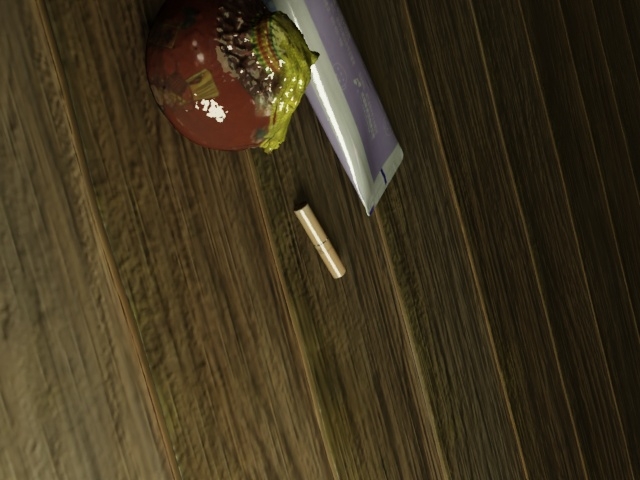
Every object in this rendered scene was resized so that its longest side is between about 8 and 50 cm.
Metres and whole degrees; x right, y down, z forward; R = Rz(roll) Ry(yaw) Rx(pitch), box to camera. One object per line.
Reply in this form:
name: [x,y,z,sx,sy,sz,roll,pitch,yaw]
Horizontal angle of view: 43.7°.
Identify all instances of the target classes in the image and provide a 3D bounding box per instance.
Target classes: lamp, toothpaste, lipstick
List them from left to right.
lamp: [-0.079,-0.163,0.733,0.157,0.135,0.156,-1,81,-48]
lipstick: [0.000,0.000,0.882,0.094,0.019,0.019,59,43,-21]
toothpaste: [0.008,-0.204,0.904,0.371,0.080,0.125,59,43,-30]
